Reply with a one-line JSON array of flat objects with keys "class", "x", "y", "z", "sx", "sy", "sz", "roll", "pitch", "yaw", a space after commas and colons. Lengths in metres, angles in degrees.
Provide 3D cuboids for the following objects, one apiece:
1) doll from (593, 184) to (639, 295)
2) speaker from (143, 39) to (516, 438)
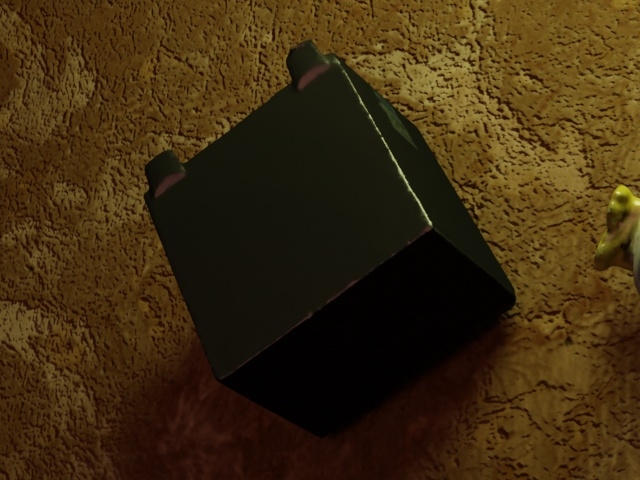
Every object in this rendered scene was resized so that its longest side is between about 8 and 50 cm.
[{"class": "doll", "x": 0.332, "y": 0.027, "z": 1.082, "sx": 0.241, "sy": 0.099, "sz": 0.135, "roll": 26, "pitch": 79, "yaw": 38}, {"class": "speaker", "x": 0.000, "y": 0.000, "z": 1.243, "sx": 0.232, "sy": 0.184, "sz": 0.254, "roll": -37, "pitch": 52, "yaw": 13}]
